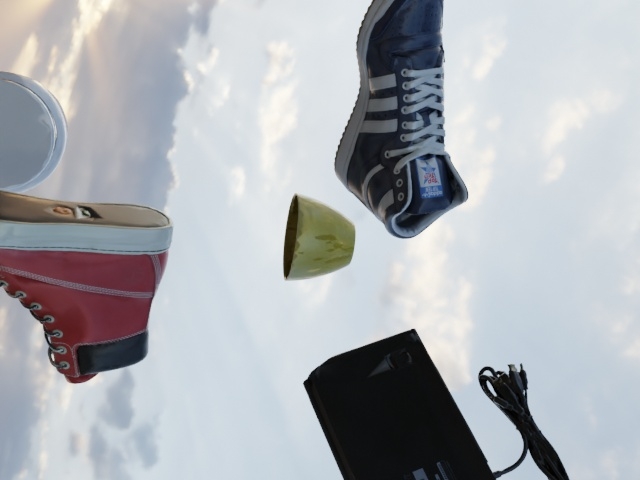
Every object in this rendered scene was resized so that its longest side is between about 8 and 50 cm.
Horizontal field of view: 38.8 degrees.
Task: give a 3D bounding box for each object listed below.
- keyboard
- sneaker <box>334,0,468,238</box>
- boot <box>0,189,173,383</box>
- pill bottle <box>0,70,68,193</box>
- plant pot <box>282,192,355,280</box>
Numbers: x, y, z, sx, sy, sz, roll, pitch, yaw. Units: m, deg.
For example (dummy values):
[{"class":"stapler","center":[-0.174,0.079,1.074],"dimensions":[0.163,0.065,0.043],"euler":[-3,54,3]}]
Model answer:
[{"class":"keyboard","center":[0.129,0.215,0.786],"dimensions":[0.033,0.201,0.317],"euler":[97,-29,-56]},{"class":"sneaker","center":[0.101,-0.131,0.964],"dimensions":[0.153,0.099,0.282],"euler":[56,-34,39]},{"class":"boot","center":[-0.265,0.050,0.813],"dimensions":[0.088,0.244,0.176],"euler":[-130,-129,-59]},{"class":"pill bottle","center":[-0.423,-0.146,1.222],"dimensions":[0.283,0.160,0.160],"euler":[-152,-98,-73]},{"class":"plant pot","center":[0.000,0.000,1.381],"dimensions":[0.134,0.095,0.134],"euler":[-173,-90,-80]}]
